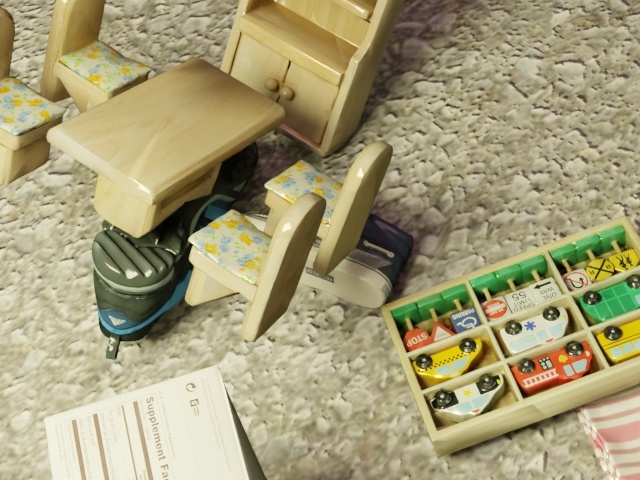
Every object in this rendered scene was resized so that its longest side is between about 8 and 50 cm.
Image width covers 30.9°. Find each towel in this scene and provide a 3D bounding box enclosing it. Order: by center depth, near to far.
[{"bbox_3d":[0.313,0.141,1.099,0.144,0.029,0.197,-18,56,-4],"label":"towel"}]

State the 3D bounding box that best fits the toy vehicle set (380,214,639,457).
[{"bbox_3d":[0.208,0.089,1.120,0.266,0.035,0.166,-21,49,0],"label":"toy vehicle set"}]

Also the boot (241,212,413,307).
[{"bbox_3d":[0.000,0.000,1.220,0.190,0.069,0.086,24,56,13],"label":"boot"}]

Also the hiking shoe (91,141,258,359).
[{"bbox_3d":[-0.162,-0.018,1.221,0.113,0.132,0.304,25,40,7],"label":"hiking shoe"}]

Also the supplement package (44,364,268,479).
[{"bbox_3d":[-0.102,0.263,0.940,0.145,0.262,0.204,-18,57,-2],"label":"supplement package"}]

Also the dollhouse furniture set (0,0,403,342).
[{"bbox_3d":[-0.084,-0.170,1.119,0.362,0.257,0.394,31,37,15],"label":"dollhouse furniture set"}]
